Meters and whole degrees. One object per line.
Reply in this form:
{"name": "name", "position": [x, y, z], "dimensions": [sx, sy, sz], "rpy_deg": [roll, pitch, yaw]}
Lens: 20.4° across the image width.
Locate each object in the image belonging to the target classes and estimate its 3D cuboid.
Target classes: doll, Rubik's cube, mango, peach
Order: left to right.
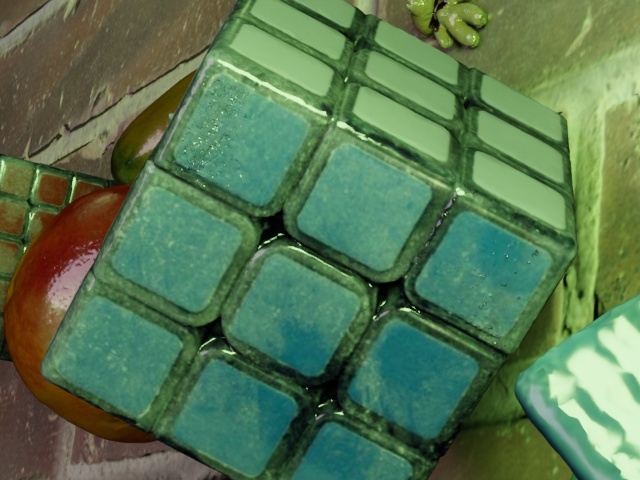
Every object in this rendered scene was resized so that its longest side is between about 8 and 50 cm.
{"name": "Rubik's cube", "position": [-0.340, 0.028, 2.128], "dimensions": [0.237, 0.238, 0.237], "rpy_deg": [9, 85, 60]}
{"name": "peach", "position": [-0.197, 0.078, 1.860], "dimensions": [0.281, 0.238, 0.281], "rpy_deg": [3, 95, 39]}
{"name": "mango", "position": [-0.121, -0.117, 1.889], "dimensions": [0.221, 0.151, 0.120], "rpy_deg": [-28, 84, 29]}
{"name": "Rubik's cube", "position": [0.000, 0.000, 1.391], "dimensions": [0.305, 0.301, 0.304], "rpy_deg": [-59, 5, 20]}
{"name": "doll", "position": [0.122, -0.210, 1.653], "dimensions": [0.093, 0.051, 0.061], "rpy_deg": [26, 100, 31]}

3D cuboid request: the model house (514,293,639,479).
{"name": "model house", "position": [0.213, 0.190, 0.906], "dimensions": [0.334, 0.342, 0.382], "rpy_deg": [51, 128, 24]}
